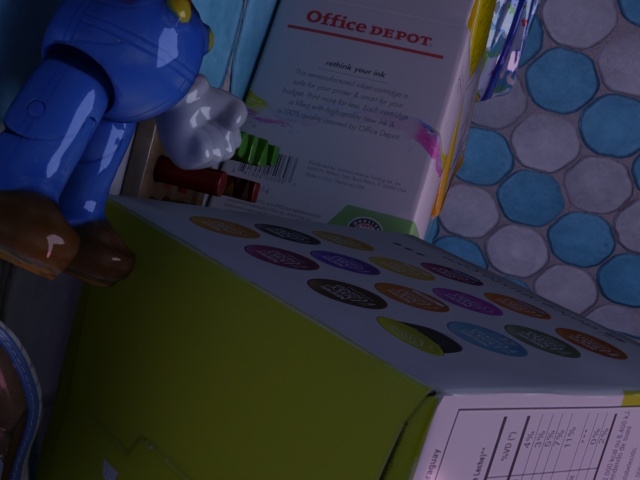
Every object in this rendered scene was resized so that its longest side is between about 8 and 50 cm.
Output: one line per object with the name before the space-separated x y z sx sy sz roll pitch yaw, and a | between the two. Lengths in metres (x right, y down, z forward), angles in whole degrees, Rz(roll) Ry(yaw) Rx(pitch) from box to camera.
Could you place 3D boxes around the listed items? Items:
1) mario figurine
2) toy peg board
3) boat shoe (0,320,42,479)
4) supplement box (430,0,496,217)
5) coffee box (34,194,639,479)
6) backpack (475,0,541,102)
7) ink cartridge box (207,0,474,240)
mario figurine | -0.079 -0.125 0.565 0.321 0.170 0.198 -68 -156 0
toy peg board | -0.099 -0.033 0.846 0.161 0.079 0.161 4 100 -79
boat shoe | -0.200 0.119 0.569 0.066 0.066 0.183 -59 160 -52
supplement box | 0.109 -0.243 1.314 0.194 0.195 0.357 -56 157 -60
coffee box | 0.021 0.189 0.722 0.334 0.337 0.338 7 103 -43
backpack | 0.204 -0.377 1.495 0.355 0.273 0.290 -63 -154 3
ink cartridge box | 0.034 -0.125 1.051 0.119 0.207 0.353 63 43 -71
